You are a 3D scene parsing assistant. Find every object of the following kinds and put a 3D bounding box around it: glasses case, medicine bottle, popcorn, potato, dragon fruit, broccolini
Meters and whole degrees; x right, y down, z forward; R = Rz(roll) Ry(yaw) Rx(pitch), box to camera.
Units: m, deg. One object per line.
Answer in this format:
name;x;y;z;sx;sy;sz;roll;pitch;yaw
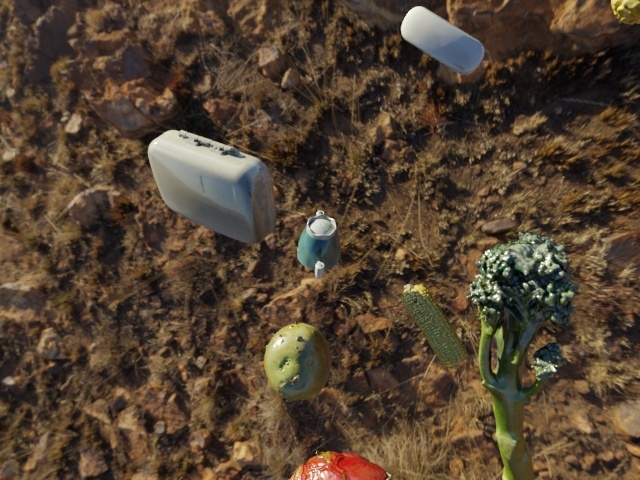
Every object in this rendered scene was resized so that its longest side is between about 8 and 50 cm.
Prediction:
glasses case;0.267;-0.438;0.923;0.193;0.049;0.074;33;126;4
medicine bottle;-0.296;-0.144;1.149;0.375;0.282;0.123;21;49;22
popcorn;0.333;-0.256;0.416;0.082;0.083;0.057;-19;86;1
potato;-0.064;0.444;1.536;0.219;0.359;0.270;0;74;14
dragon fruit;0.039;0.440;0.782;0.161;0.127;0.121;31;138;-3
broccolini;0.204;0.167;0.401;0.078;0.074;0.392;-18;118;6

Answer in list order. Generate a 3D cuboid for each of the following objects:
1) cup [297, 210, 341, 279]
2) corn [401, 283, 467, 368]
cup;0.000;0.000;1.580;0.167;0.173;0.300;3;46;-4
corn;0.288;0.212;1.069;0.080;0.080;0.238;-38;69;13
